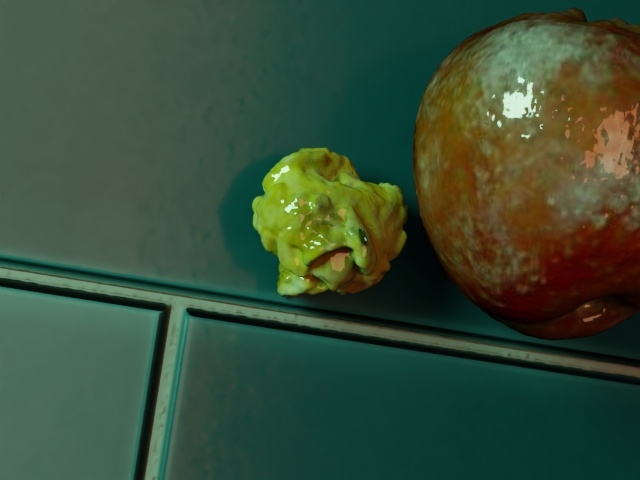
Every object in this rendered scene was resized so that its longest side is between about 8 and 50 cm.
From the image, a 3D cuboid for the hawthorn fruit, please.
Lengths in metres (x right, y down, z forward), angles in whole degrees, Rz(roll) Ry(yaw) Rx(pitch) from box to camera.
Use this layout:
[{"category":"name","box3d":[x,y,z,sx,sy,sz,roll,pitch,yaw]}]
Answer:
[{"category":"hawthorn fruit","box3d":[0.127,-0.034,0.919,0.173,0.173,0.173,0,90,-21]}]

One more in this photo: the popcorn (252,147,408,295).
[{"category":"popcorn","box3d":[0.000,0.000,0.931,0.084,0.084,0.084,0,90,-21]}]
